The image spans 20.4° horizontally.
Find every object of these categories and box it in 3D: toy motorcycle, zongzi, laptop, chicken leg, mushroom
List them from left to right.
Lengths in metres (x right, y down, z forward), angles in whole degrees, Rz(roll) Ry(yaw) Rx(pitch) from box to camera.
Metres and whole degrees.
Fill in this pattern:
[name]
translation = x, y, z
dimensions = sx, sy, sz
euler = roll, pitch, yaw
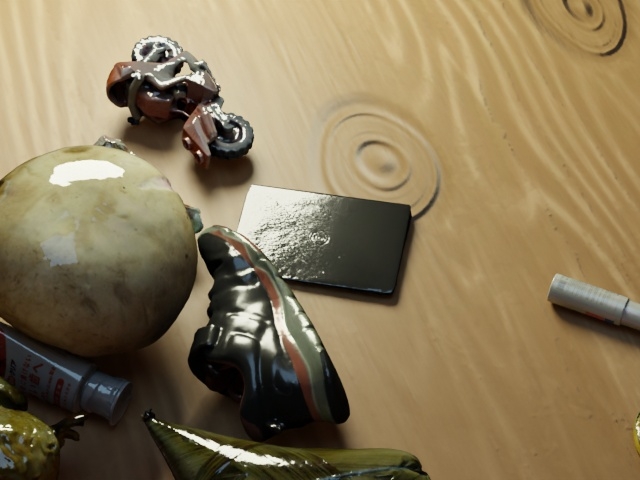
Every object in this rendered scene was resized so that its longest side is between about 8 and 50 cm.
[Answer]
[chicken leg]
translation = -0.424, 0.196, 1.810
dimensions = 0.361, 0.140, 0.211
euler = 19, 32, 27
[mushroom]
translation = -0.254, 0.009, 1.905
dimensions = 0.255, 0.184, 0.254
euler = -1, 60, 2
[toy motorcycle]
translation = -0.176, -0.163, 2.132
dimensions = 0.118, 0.084, 0.212
euler = -26, 60, -30
[zongzi]
translation = -0.032, 0.226, 1.783
dimensions = 0.221, 0.112, 0.242
euler = -26, 63, -18
[laptop]
translation = 0.000, 0.000, 2.042
dimensions = 0.197, 0.016, 0.135
euler = 9, 52, 9

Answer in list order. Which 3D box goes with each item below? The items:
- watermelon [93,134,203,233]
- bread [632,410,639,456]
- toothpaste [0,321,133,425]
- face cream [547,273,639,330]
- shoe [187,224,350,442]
[watermelon]
translation = -0.226, -0.052, 2.022
dimensions = 0.187, 0.139, 0.071
euler = -2, 10, 0
[bread]
translation = 0.382, 0.209, 1.862
dimensions = 0.110, 0.024, 0.110
euler = 0, 51, 0
[toothpaste]
translation = -0.316, 0.130, 1.897
dimensions = 0.234, 0.089, 0.057
euler = 22, 36, 12
[face cream]
translation = 0.318, 0.072, 1.968
dimensions = 0.130, 0.034, 0.034
euler = 18, 53, 15
[shoe]
translation = -0.077, 0.108, 1.899
dimensions = 0.137, 0.114, 0.291
euler = -29, 49, -3
